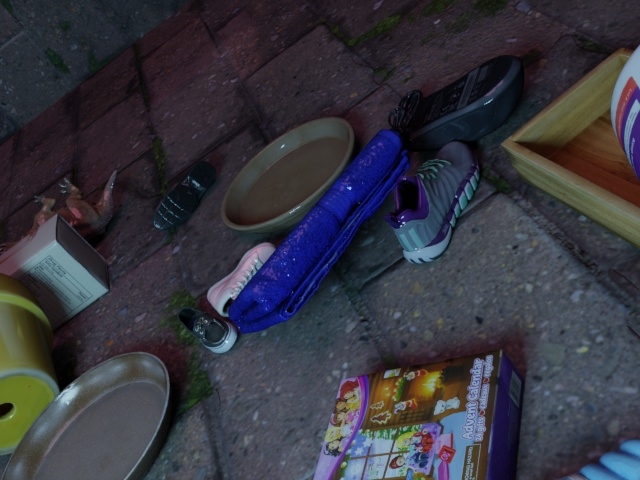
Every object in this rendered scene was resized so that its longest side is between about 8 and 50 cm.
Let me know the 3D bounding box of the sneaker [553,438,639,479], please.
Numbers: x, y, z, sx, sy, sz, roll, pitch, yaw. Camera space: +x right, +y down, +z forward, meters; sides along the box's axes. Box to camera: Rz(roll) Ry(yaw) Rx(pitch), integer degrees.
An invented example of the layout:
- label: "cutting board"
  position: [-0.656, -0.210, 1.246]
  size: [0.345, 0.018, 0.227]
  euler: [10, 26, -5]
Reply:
- label: "sneaker"
  position: [0.246, 0.256, 0.567]
  size: [0.208, 0.127, 0.319]
  euler: [-36, 31, 6]

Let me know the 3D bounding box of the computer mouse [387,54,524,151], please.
- label: "computer mouse"
  position: [0.207, -0.191, 1.274]
  size: [0.272, 0.072, 0.188]
  euler: [-21, 32, 47]

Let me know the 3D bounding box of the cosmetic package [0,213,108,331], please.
- label: "cosmetic package"
  position: [-0.571, 0.105, 1.611]
  size: [0.296, 0.153, 0.129]
  euler: [-35, 31, 4]

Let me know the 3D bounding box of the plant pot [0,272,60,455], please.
- label: "plant pot"
  position: [-0.544, 0.213, 1.368]
  size: [0.254, 0.254, 0.239]
  euler: [-43, 45, -8]

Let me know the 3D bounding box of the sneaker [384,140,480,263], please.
- label: "sneaker"
  position: [0.152, -0.078, 1.141]
  size: [0.083, 0.098, 0.223]
  euler: [-12, 39, 37]

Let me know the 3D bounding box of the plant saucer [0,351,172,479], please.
- label: "plant saucer"
  position: [-0.326, 0.296, 1.195]
  size: [0.311, 0.050, 0.310]
  euler: [-27, 31, 18]

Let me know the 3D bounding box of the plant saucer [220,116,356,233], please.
- label: "plant saucer"
  position: [-0.052, -0.109, 1.458]
  size: [0.278, 0.041, 0.278]
  euler: [-26, 33, 18]

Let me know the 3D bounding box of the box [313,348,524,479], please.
- label: "box"
  position: [0.082, 0.250, 0.814]
  size: [0.201, 0.057, 0.293]
  euler: [-17, 36, 33]

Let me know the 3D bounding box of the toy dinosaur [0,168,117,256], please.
- label: "toy dinosaur"
  position: [-0.531, -0.026, 1.786]
  size: [0.296, 0.127, 0.200]
  euler: [-31, 36, -12]

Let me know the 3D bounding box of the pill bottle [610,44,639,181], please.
- label: "pill bottle"
  position: [0.360, -0.039, 0.653]
  size: [0.182, 0.181, 0.323]
  euler: [-26, 41, 19]

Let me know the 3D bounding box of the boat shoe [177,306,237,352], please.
- label: "boat shoe"
  position: [-0.173, 0.131, 1.253]
  size: [0.142, 0.040, 0.049]
  euler: [15, 73, 56]

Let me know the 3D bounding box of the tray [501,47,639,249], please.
- label: "tray"
  position: [0.395, -0.085, 0.920]
  size: [0.203, 0.076, 0.411]
  euler: [-39, 29, -1]

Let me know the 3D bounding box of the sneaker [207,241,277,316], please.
- label: "sneaker"
  position: [-0.110, 0.065, 1.277]
  size: [0.134, 0.051, 0.070]
  euler: [-41, 32, 1]

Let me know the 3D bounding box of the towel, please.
- label: "towel"
  position: [0.000, 0.000, 1.174]
  size: [0.308, 0.076, 0.227]
  euler: [-50, 0, -18]

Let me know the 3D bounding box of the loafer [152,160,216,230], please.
- label: "loafer"
  position: [-0.269, -0.081, 1.644]
  size: [0.170, 0.062, 0.061]
  euler: [-50, 10, -25]
